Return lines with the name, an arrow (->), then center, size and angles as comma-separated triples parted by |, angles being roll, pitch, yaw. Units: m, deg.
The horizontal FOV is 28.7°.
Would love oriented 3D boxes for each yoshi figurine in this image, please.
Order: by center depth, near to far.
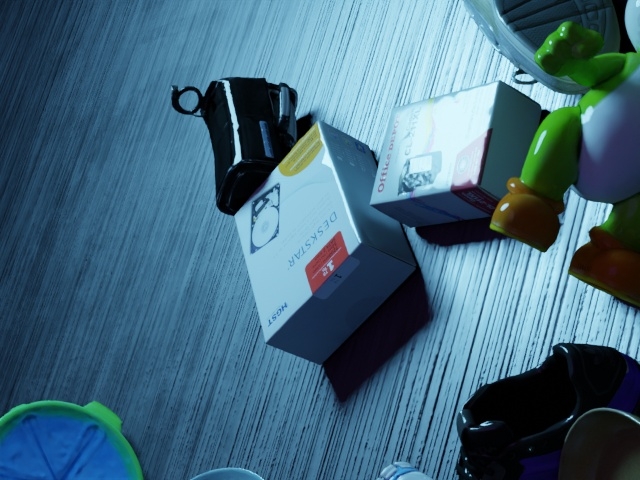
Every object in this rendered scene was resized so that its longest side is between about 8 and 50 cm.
yoshi figurine -> 0.305, -0.132, 1.098 | 0.203, 0.203, 0.362 | 30, 91, 41

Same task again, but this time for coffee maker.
coffee maker -> -0.105, -0.120, 1.656 | 0.120, 0.171, 0.178 | 86, 176, -47

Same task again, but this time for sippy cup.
sippy cup -> -0.386, 0.367, 1.687 | 0.224, 0.306, 0.240 | -46, 65, 44

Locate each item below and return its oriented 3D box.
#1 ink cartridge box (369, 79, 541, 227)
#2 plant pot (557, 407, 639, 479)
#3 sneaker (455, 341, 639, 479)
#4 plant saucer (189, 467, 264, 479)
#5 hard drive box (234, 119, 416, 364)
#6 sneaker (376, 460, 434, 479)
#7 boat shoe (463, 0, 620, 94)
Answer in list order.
ink cartridge box -> 0.145, -0.091, 1.375 | 0.175, 0.072, 0.127 | -9, 62, 51
plant pot -> 0.253, 0.241, 0.953 | 0.236, 0.032, 0.236 | 169, 90, -73
sneaker -> 0.160, 0.193, 1.102 | 0.293, 0.146, 0.102 | -51, 36, 19
plant saucer -> -0.126, 0.356, 1.450 | 0.195, 0.037, 0.195 | -21, 40, 19
hard drive box -> 0.000, 0.000, 1.502 | 0.181, 0.089, 0.232 | -48, 37, 25
sneaker -> 0.072, 0.314, 1.218 | 0.083, 0.071, 0.190 | 10, 77, 50
boat shoe -> 0.226, -0.244, 1.353 | 0.118, 0.103, 0.320 | -22, 41, -8
